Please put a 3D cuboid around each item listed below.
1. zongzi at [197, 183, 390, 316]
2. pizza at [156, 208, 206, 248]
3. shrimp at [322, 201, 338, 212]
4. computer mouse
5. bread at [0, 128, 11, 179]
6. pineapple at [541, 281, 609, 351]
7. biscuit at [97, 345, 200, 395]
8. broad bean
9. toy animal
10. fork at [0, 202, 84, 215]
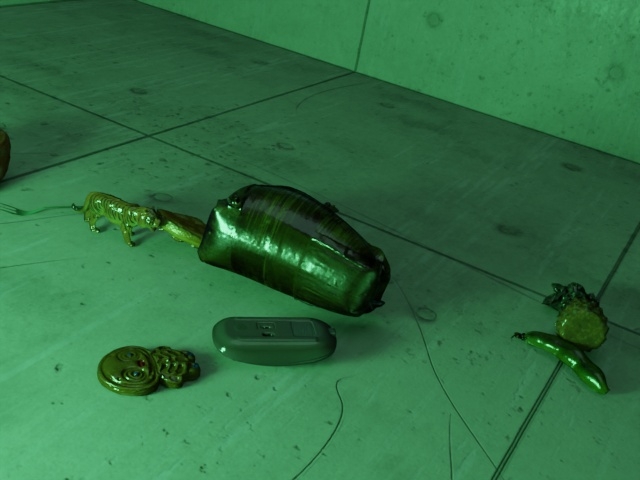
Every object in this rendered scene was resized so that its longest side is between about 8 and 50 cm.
[{"bbox_3d":[0.000,0.000,1.776,0.403,0.208,0.432,23,18,14],"label":"zongzi"},{"bbox_3d":[-0.293,-0.017,1.813,0.175,0.046,0.134,30,12,7],"label":"pizza"},{"bbox_3d":[-0.064,-0.059,2.012,0.250,0.052,0.144,-8,42,-19],"label":"shrimp"},{"bbox_3d":[-0.086,0.186,1.498,0.232,0.057,0.120,2,28,-13],"label":"computer mouse"},{"bbox_3d":[-0.826,-0.189,1.879,0.190,0.123,0.244,-1,30,-26],"label":"bread"},{"bbox_3d":[0.562,0.156,1.770,0.119,0.111,0.237,42,19,-4],"label":"pineapple"},{"bbox_3d":[-0.296,0.218,1.386,0.175,0.026,0.124,-3,30,-26],"label":"biscuit"},{"bbox_3d":[0.498,0.239,1.643,0.069,0.039,0.226,-39,47,-25],"label":"broad bean"},{"bbox_3d":[-0.454,-0.057,1.785,0.241,0.099,0.057,21,27,17],"label":"toy animal"},{"bbox_3d":[-0.615,-0.070,1.839,0.235,0.021,0.039,0,32,-24],"label":"fork"}]
